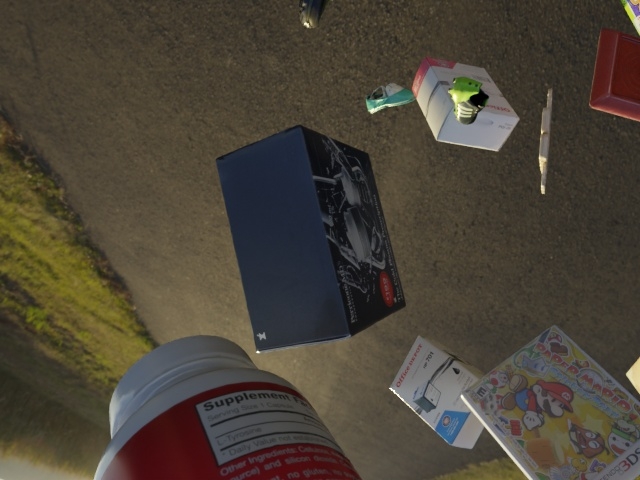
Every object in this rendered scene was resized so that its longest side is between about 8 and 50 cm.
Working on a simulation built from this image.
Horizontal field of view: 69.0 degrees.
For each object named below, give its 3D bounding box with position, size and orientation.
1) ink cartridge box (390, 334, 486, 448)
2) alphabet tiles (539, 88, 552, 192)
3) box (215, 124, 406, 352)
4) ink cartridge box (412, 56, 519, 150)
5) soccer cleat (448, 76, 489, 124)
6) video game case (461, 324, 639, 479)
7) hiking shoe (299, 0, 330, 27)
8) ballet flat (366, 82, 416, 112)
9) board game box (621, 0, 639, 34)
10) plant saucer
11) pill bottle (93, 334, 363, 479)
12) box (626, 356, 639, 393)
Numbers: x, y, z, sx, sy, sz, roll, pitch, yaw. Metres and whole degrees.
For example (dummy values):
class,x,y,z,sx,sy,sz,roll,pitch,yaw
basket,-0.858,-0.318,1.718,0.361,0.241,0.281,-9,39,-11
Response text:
class,x,y,z,sx,sy,sz,roll,pitch,yaw
ink cartridge box,0.254,0.305,0.957,0.082,0.139,0.191,25,-176,-36
alphabet tiles,0.654,-0.282,1.356,0.021,0.277,0.284,5,-179,27
box,0.000,0.000,0.874,0.179,0.343,0.313,-16,175,26
ink cartridge box,0.404,-0.395,1.336,0.207,0.282,0.117,6,136,-14
soccer cleat,0.331,-0.296,1.017,0.072,0.060,0.179,23,180,28
video game case,0.374,0.272,0.720,0.227,0.206,0.026,51,168,35
hiking shoe,0.047,-0.429,0.719,0.114,0.086,0.226,20,118,-18
ballet flat,0.257,-0.549,1.771,0.247,0.083,0.087,3,125,55
board game box,0.746,-0.415,0.866,0.347,0.078,0.233,64,164,3
plant saucer,0.972,-0.509,1.431,0.259,0.258,0.048,12,176,-9
pill bottle,-0.065,0.263,0.400,0.229,0.229,0.408,49,174,-37
box,0.798,0.284,1.006,0.121,0.148,0.311,-23,142,3
